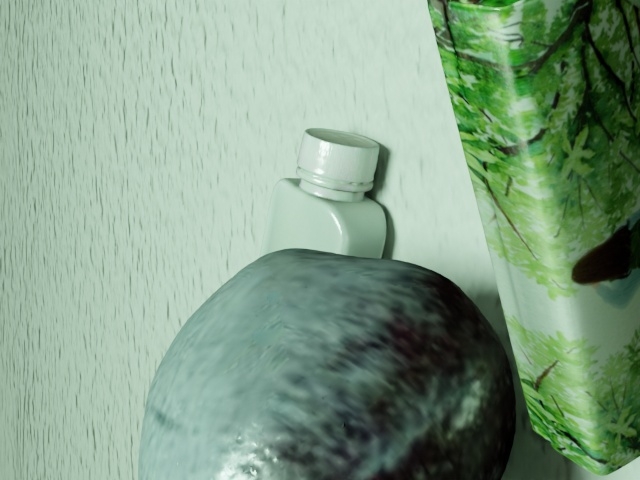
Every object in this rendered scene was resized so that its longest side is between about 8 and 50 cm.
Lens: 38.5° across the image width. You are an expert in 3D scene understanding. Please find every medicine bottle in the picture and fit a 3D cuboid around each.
[{"bbox_3d":[0.000,0.000,0.783,0.119,0.069,0.183,33,118,50],"label":"medicine bottle"}]

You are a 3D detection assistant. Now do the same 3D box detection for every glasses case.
[{"bbox_3d":[0.133,-0.010,0.450,0.062,0.095,0.272,36,152,53],"label":"glasses case"}]

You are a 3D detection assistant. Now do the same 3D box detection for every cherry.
[{"bbox_3d":[0.002,0.123,0.623,0.255,0.296,0.218,-1,121,26],"label":"cherry"}]
